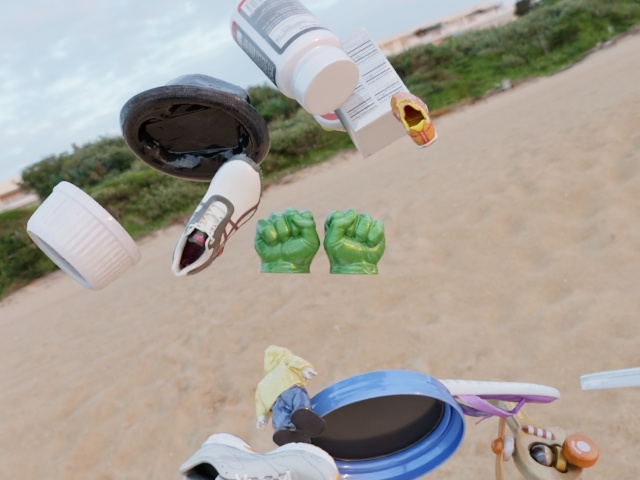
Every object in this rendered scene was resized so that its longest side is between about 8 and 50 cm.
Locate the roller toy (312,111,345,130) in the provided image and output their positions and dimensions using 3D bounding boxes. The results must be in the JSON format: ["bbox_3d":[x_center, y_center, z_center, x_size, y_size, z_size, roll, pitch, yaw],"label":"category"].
[{"bbox_3d":[0.068,-0.395,2.025,0.191,0.209,0.146,17,11,34],"label":"roller toy"}]

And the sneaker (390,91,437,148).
[{"bbox_3d":[0.169,-0.239,1.384,0.064,0.067,0.175,-31,37,5],"label":"sneaker"}]

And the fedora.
[{"bbox_3d":[-0.272,-0.275,1.672,0.334,0.334,0.152,-20,48,31],"label":"fedora"}]

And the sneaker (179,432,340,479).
[{"bbox_3d":[-0.099,0.373,1.154,0.262,0.099,0.121,-1,9,27],"label":"sneaker"}]

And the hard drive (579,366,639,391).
[{"bbox_3d":[0.704,0.267,1.499,0.203,0.040,0.307,-1,-14,-22],"label":"hard drive"}]

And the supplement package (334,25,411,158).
[{"bbox_3d":[0.100,-0.330,1.698,0.149,0.203,0.194,-31,-15,2],"label":"supplement package"}]

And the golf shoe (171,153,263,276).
[{"bbox_3d":[-0.199,-0.038,1.446,0.273,0.105,0.120,-58,2,20],"label":"golf shoe"}]

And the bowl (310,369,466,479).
[{"bbox_3d":[0.122,0.424,1.654,0.391,0.391,0.077,-22,43,9],"label":"bowl"}]

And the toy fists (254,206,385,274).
[{"bbox_3d":[0.000,0.000,1.580,0.279,0.142,0.096,1,-2,-3],"label":"toy fists"}]

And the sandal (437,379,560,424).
[{"bbox_3d":[0.360,0.389,1.796,0.416,0.102,0.169,2,-12,2],"label":"sandal"}]

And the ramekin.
[{"bbox_3d":[-0.445,0.001,1.392,0.109,0.207,0.207,-48,14,-20],"label":"ramekin"}]

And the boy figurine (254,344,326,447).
[{"bbox_3d":[-0.075,0.319,1.563,0.177,0.092,0.285,-50,23,9],"label":"boy figurine"}]

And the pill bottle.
[{"bbox_3d":[-0.054,-0.397,1.557,0.161,0.283,0.161,-28,-31,-19],"label":"pill bottle"}]

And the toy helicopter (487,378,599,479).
[{"bbox_3d":[0.496,0.479,1.855,0.235,0.140,0.355,-3,34,-21],"label":"toy helicopter"}]
